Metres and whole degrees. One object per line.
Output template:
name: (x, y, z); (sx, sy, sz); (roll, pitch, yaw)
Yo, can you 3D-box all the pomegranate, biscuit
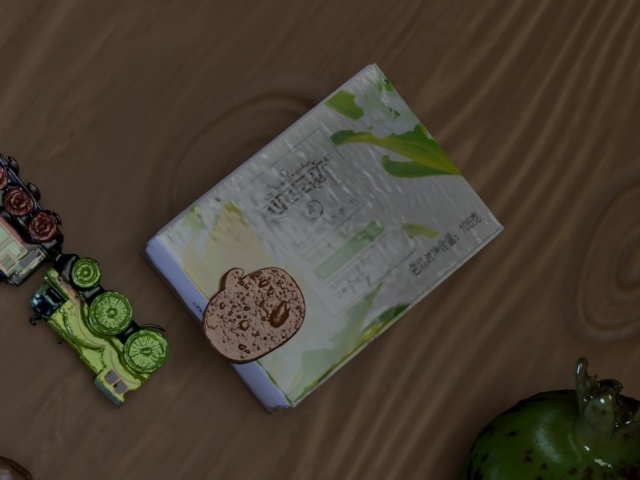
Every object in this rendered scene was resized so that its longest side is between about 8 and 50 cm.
pomegranate: (0.231, 0.211, 1.594); (0.211, 0.263, 0.211); (12, 37, -9)
biscuit: (-0.059, 0.059, 1.546); (0.091, 0.015, 0.078); (-28, 89, -13)

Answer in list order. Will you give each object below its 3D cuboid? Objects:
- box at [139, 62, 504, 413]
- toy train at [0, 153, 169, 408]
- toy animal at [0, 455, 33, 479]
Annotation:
box: (0.000, 0.000, 1.632); (0.260, 0.111, 0.194); (-40, 93, -14)
toy train: (-0.232, 0.031, 1.598); (0.085, 0.053, 0.250); (-41, 93, -10)
toy animal: (-0.241, 0.273, 1.538); (0.183, 0.104, 0.185); (4, 76, -12)
